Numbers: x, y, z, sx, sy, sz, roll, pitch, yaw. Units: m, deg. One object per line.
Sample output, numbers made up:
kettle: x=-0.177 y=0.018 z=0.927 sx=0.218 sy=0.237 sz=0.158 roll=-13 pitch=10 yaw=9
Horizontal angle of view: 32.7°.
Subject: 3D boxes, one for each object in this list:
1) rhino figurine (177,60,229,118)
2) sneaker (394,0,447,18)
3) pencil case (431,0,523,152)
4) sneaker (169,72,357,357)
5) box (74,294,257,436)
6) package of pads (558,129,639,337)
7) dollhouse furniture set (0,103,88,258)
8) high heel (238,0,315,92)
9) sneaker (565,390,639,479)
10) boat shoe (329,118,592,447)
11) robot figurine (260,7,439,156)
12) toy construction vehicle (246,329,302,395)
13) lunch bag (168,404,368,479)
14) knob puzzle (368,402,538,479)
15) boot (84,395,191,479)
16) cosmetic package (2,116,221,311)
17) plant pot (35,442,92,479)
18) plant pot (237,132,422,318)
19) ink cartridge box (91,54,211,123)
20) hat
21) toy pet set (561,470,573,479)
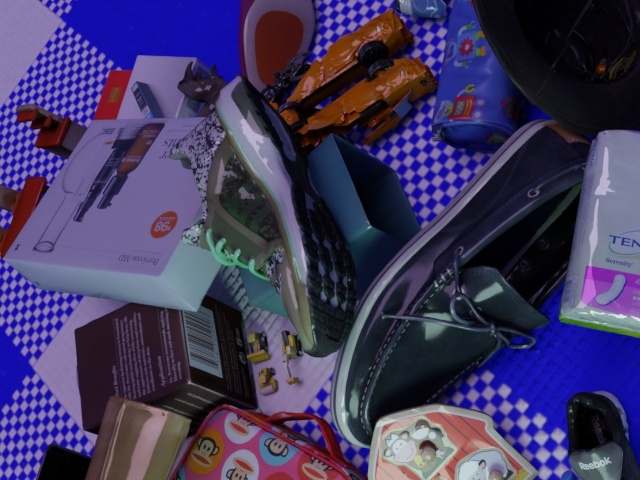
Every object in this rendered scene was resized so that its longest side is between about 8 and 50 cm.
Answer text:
rhino figurine: x=-0.165 y=-0.198 z=1.776 sx=0.106 sy=0.073 sz=0.243 roll=-30 pitch=66 yaw=5
sneaker: x=0.188 y=-0.430 z=1.663 sx=0.081 sy=0.080 sz=0.211 roll=22 pitch=85 yaw=15
pencil case: x=0.227 y=-0.267 z=1.535 sx=0.133 sy=0.119 sz=0.306 roll=-9 pitch=66 yaw=44
sneaker: x=-0.085 y=-0.011 z=1.406 sx=0.182 sy=0.158 sz=0.410 roll=-32 pitch=58 yaw=16
box: x=-0.231 y=0.190 z=1.620 sx=0.203 sy=0.167 sz=0.169 roll=-25 pitch=59 yaw=23
package of pads: x=0.436 y=0.005 z=1.232 sx=0.296 sy=0.101 sz=0.229 roll=11 pitch=78 yaw=7
dollhouse furniture set: x=-0.492 y=-0.089 z=1.875 sx=0.262 sy=0.135 sz=0.259 roll=2 pitch=73 yaw=53
high heel: x=-0.092 y=-0.402 z=1.833 sx=0.181 sy=0.127 sz=0.377 roll=-7 pitch=69 yaw=62
sneaker: x=0.333 y=0.276 z=1.256 sx=0.078 sy=0.106 sz=0.234 roll=-27 pitch=59 yaw=23
boat shoe: x=0.197 y=0.067 z=1.379 sx=0.500 sy=0.187 sz=0.156 roll=-50 pitch=40 yaw=0
robot figurine: x=0.028 y=-0.211 z=1.663 sx=0.291 sy=0.085 sz=0.211 roll=-33 pitch=56 yaw=17
toy construction vehicle: x=-0.071 y=0.172 z=1.606 sx=0.085 sy=0.035 sz=0.098 roll=-19 pitch=62 yaw=26
lunch bag: x=-0.067 y=0.351 z=1.479 sx=0.293 sy=0.120 sz=0.258 roll=25 pitch=85 yaw=38
knob puzzle: x=0.144 y=0.288 z=1.349 sx=0.213 sy=0.030 sz=0.213 roll=0 pitch=98 yaw=2
boot: x=-0.308 y=0.340 z=1.459 sx=0.236 sy=0.089 sz=0.270 roll=11 pitch=77 yaw=24
cosmetic package: x=-0.271 y=-0.050 z=1.636 sx=0.377 sy=0.097 sz=0.284 roll=4 pitch=59 yaw=41
plant pot: x=-0.306 y=0.418 z=1.580 sx=0.188 sy=0.167 sz=0.188 roll=9 pitch=76 yaw=34
plant pot: x=0.000 y=0.000 z=1.554 sx=0.234 sy=0.165 sz=0.166 roll=-35 pitch=56 yaw=23
ink cartridge box: x=-0.339 y=-0.176 z=1.902 sx=0.261 sy=0.066 sz=0.296 roll=7 pitch=75 yaw=34
hat: x=0.309 y=-0.278 z=1.424 sx=0.134 sy=0.331 sz=0.331 roll=-20 pitch=55 yaw=65
toy pet set: x=0.281 y=0.359 z=1.302 sx=0.122 sy=0.065 sz=0.114 roll=-38 pitch=20 yaw=12
